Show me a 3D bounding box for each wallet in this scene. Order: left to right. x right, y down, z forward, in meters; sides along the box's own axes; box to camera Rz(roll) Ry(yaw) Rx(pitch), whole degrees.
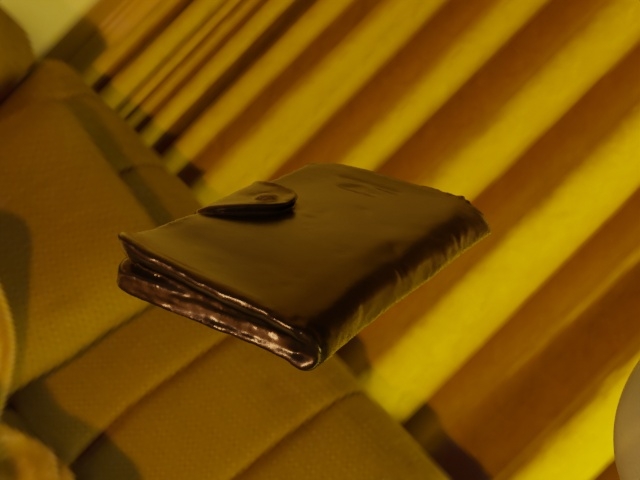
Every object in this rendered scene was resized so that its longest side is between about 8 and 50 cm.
[{"bbox_3d":[0.000,0.000,0.932,0.197,0.051,0.377,21,23,22],"label":"wallet"}]

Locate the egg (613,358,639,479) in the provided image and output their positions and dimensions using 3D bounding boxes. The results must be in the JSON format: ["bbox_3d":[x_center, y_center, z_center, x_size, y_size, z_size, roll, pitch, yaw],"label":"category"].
[{"bbox_3d":[0.348,0.128,0.868,0.183,0.264,0.183,37,19,-15],"label":"egg"}]
